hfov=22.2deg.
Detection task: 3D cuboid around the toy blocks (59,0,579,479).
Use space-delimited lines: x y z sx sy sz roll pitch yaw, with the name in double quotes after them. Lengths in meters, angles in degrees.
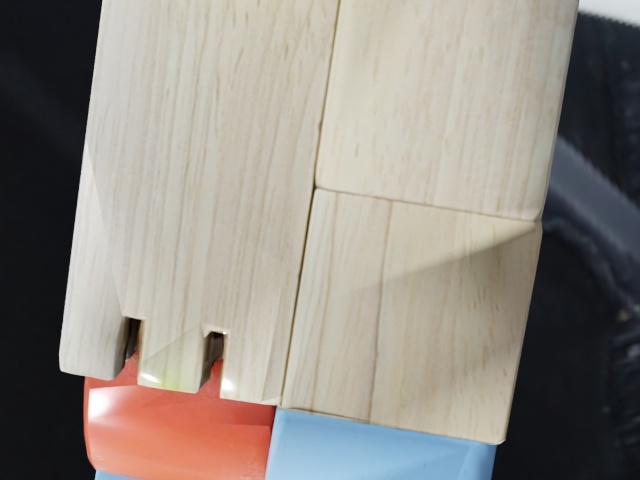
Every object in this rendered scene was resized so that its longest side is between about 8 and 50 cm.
0.000 0.000 0.478 0.381 0.191 0.260 -75 -7 -81 "toy blocks"
